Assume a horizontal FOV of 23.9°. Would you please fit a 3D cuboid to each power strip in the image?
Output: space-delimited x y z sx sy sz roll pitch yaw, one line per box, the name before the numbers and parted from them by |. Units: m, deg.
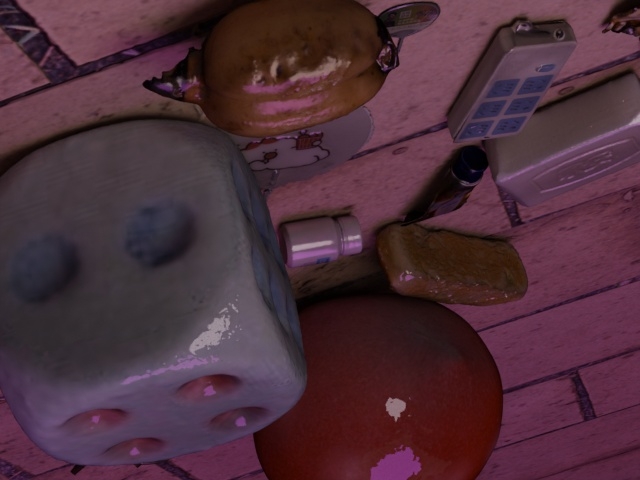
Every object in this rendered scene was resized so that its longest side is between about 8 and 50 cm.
power strip | 0.190 -0.158 1.523 0.081 0.035 0.192 -7 155 -19

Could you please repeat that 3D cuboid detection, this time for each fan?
fan | -0.049 -0.064 1.614 0.190 0.009 0.329 -7 154 -18
fan | 0.073 -0.198 1.404 0.060 0.003 0.080 5 149 -37

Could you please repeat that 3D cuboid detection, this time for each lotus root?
lotus root | -0.043 -0.150 1.306 0.220 0.118 0.125 -11 123 -4

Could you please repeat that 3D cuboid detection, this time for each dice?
dice | -0.171 0.056 1.485 0.262 0.265 0.268 -17 155 7

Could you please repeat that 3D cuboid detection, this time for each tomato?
tomato | 0.073 0.202 1.899 0.321 0.322 0.321 -13 156 -6

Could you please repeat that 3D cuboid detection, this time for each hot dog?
hot dog | 0.154 0.035 1.861 0.242 0.084 0.073 8 151 -42

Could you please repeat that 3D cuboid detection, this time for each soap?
soap | 0.279 -0.108 1.650 0.183 0.064 0.121 -23 157 18

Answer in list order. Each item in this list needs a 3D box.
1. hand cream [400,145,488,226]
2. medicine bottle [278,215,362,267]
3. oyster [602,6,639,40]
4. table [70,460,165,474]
hand cream | 0.145 -0.054 1.722 0.062 0.039 0.163 -22 163 -27
medicine bottle | 0.000 0.000 1.728 0.089 0.052 0.052 -10 155 -13
oyster | 0.417 -0.243 1.419 0.201 0.107 0.354 17 157 -19
table | -0.261 0.232 1.979 0.167 0.167 0.226 -4 163 -24
